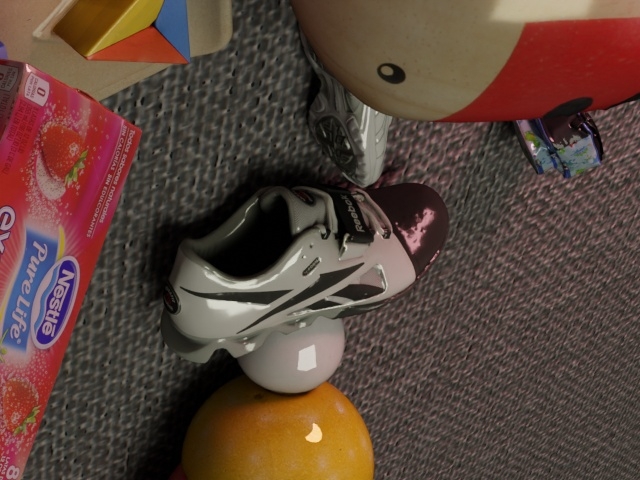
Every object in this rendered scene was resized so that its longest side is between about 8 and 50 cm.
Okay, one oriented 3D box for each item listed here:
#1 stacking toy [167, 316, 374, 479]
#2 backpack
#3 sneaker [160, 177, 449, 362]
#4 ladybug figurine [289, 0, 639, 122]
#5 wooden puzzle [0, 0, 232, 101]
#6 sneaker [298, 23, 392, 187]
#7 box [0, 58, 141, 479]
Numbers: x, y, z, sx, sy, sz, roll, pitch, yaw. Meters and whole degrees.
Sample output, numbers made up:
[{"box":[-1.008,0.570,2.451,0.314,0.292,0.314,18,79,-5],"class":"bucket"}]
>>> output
[{"box":[-0.043,0.260,1.506,0.350,0.350,0.480,-9,116,-41],"class":"stacking toy"},{"box":[0.260,-0.123,1.522,0.084,0.105,0.114,-25,150,12],"class":"backpack"},{"box":[0.000,0.000,1.343,0.330,0.122,0.146,-25,144,-28],"class":"sneaker"},{"box":[0.172,-0.195,1.129,0.449,0.305,0.162,-11,112,-31],"class":"ladybug figurine"},{"box":[-0.208,-0.188,0.968,0.348,0.080,0.322,-27,143,-24],"class":"wooden puzzle"},{"box":[0.052,-0.146,1.288,0.115,0.090,0.232,-33,146,-22],"class":"sneaker"},{"box":[-0.234,0.016,0.882,0.122,0.128,0.257,30,75,-56],"class":"box"}]
